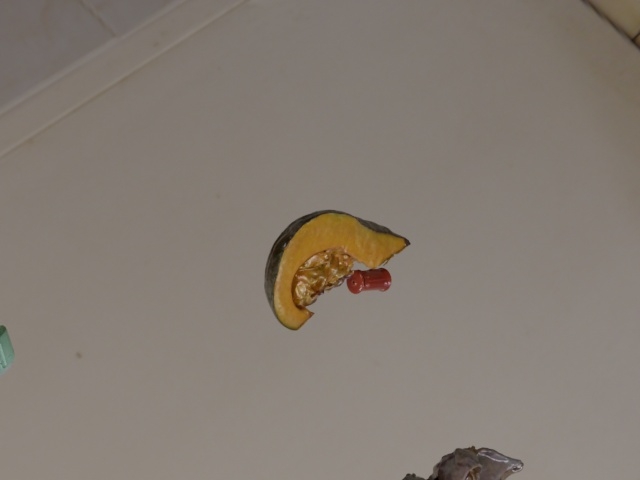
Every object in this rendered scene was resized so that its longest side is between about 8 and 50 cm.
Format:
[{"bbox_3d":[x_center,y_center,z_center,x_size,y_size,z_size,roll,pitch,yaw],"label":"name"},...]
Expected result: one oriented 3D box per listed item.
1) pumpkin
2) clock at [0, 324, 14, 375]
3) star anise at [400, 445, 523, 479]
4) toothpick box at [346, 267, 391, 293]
[{"bbox_3d":[0.000,-0.003,1.552,0.111,0.278,0.163,31,145,40],"label":"pumpkin"},{"bbox_3d":[-0.548,0.171,1.405,0.211,0.159,0.066,2,116,22],"label":"clock"},{"bbox_3d":[0.128,0.302,1.205,0.208,0.172,0.063,-46,58,40],"label":"star anise"},{"bbox_3d":[0.090,0.076,1.907,0.047,0.083,0.047,2,93,45],"label":"toothpick box"}]
